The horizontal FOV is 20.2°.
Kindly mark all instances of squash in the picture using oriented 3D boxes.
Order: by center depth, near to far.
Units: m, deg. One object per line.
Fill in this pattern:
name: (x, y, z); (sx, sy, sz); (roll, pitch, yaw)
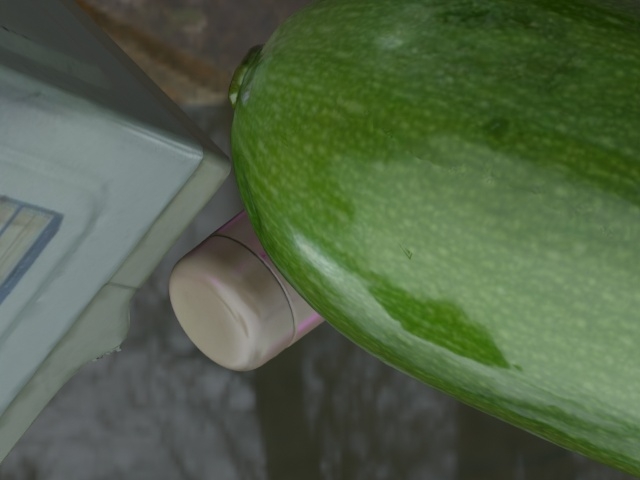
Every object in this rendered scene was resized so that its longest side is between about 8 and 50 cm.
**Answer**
squash: (0.157, 0.033, 0.347); (0.379, 0.101, 0.101); (20, 147, 6)

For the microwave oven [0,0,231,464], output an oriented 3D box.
microwave oven: (-0.261, 0.017, 0.639); (0.355, 0.218, 0.286); (-51, 149, 13)

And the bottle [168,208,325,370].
bottle: (0.000, 0.000, 0.552); (0.045, 0.096, 0.045); (32, 142, 29)
